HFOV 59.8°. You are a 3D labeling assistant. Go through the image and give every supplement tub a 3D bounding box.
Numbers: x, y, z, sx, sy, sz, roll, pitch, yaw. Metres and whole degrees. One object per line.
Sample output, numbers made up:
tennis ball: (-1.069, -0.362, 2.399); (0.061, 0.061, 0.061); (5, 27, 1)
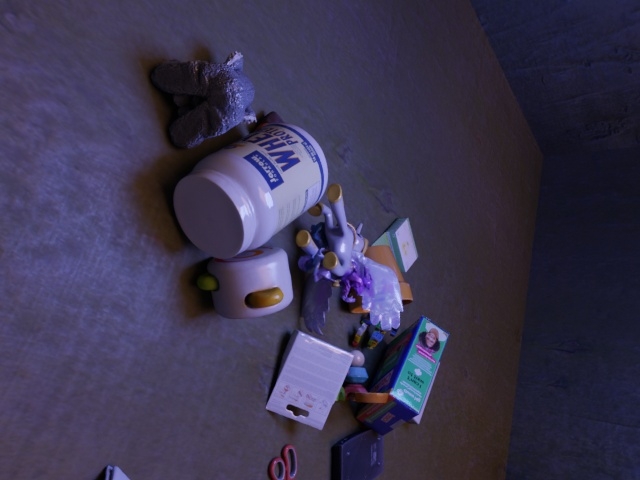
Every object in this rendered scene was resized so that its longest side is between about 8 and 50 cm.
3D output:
supplement tub: (-0.155, -0.120, 1.297); (0.325, 0.235, 0.236); (-41, 121, -46)

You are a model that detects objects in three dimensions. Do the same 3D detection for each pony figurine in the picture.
pony figurine: (0.060, 0.064, 1.522); (0.363, 0.302, 0.351); (44, 46, -61)

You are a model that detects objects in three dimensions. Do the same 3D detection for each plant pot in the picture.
plant pot: (0.180, 0.122, 1.796); (0.205, 0.205, 0.188); (13, 64, -53)

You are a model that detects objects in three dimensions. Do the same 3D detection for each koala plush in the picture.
koala plush: (-0.223, -0.331, 1.271); (0.221, 0.203, 0.196); (-42, 123, -60)

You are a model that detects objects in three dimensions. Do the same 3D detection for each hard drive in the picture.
hard drive: (0.124, 0.704, 1.802); (0.254, 0.054, 0.172); (4, 86, -54)

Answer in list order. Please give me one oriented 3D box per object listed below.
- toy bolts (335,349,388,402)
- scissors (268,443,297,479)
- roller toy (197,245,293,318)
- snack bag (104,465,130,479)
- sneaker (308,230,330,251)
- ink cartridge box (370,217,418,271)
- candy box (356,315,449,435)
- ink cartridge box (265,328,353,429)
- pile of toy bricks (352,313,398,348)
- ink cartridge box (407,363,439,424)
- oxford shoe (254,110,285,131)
toy bolts: (0.108, 0.406, 1.690); (0.228, 0.218, 0.159); (40, 50, -67)
scissors: (-0.088, 0.719, 1.543); (0.109, 0.021, 0.297); (-18, 102, -54)
roller toy: (-0.161, 0.102, 1.315); (0.191, 0.209, 0.146); (-32, 116, -64)
snack bag: (-0.317, 0.643, 1.053); (0.343, 0.037, 0.323); (62, 0, -30)
sneaker: (0.000, 0.000, 1.665); (0.118, 0.042, 0.067); (-7, 98, -51)
ink cartridge box: (0.270, 0.043, 2.021); (0.235, 0.056, 0.171); (-43, 123, -47)
candy box: (0.267, 0.444, 1.822); (0.122, 0.268, 0.317); (32, 51, -1)
ink cartridge box: (-0.033, 0.384, 1.545); (0.181, 0.056, 0.225); (26, 85, -14)
pile of toy bricks: (0.185, 0.316, 1.873); (0.212, 0.118, 0.105); (-37, 151, -58)
ink cartridge box: (0.336, 0.507, 2.093); (0.239, 0.060, 0.275); (51, 51, -28)
oxford shoe: (-0.073, -0.235, 1.534); (0.271, 0.096, 0.098); (54, 43, -37)
